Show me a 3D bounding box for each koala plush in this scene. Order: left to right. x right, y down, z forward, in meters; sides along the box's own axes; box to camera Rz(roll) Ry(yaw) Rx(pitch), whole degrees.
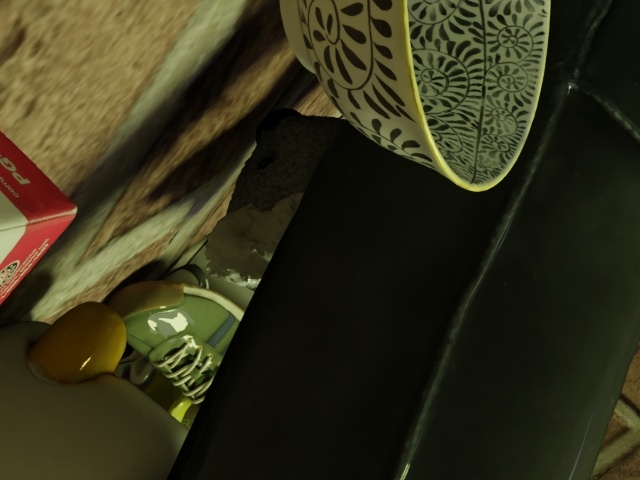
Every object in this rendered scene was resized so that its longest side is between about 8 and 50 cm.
[{"bbox_3d":[0.032,-0.033,0.783,0.221,0.203,0.196,-33,175,0],"label":"koala plush"}]

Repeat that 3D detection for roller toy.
[{"bbox_3d":[-0.176,0.147,0.695,0.191,0.146,0.209,-45,167,-40],"label":"roller toy"}]

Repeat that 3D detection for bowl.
[{"bbox_3d":[0.034,-0.106,0.518,0.080,0.170,0.170,3,-159,28],"label":"bowl"}]

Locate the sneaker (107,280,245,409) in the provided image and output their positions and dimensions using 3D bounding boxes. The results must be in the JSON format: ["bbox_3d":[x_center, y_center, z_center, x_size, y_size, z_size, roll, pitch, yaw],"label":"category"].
[{"bbox_3d":[-0.076,0.095,0.918,0.064,0.086,0.192,-32,147,20],"label":"sneaker"}]

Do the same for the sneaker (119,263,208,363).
[{"bbox_3d":[-0.130,0.062,0.969,0.109,0.040,0.044,-46,173,13],"label":"sneaker"}]

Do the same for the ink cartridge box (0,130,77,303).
[{"bbox_3d":[-0.148,0.017,0.322,0.109,0.063,0.150,-46,174,15],"label":"ink cartridge box"}]

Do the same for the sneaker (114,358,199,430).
[{"bbox_3d":[-0.091,0.173,1.049,0.104,0.236,0.095,-68,154,-20],"label":"sneaker"}]

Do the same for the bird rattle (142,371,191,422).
[{"bbox_3d":[-0.210,0.177,0.955,0.253,0.143,0.207,-18,159,17],"label":"bird rattle"}]

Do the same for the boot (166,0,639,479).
[{"bbox_3d":[0.141,0.072,0.626,0.146,0.367,0.445,90,24,-82],"label":"boot"}]

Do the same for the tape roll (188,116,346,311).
[{"bbox_3d":[-0.013,0.006,1.126,0.286,0.100,0.286,-45,175,-5],"label":"tape roll"}]
